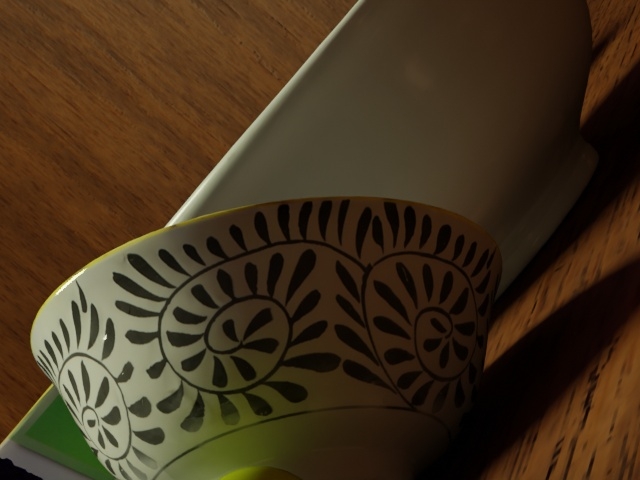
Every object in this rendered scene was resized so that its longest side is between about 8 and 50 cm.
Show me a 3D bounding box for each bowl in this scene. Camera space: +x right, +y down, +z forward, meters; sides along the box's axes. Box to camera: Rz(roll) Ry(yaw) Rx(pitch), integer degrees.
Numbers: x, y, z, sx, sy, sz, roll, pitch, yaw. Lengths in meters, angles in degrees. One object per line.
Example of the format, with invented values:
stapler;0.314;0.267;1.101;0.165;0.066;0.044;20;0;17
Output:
bowl;0.038;-0.032;0.826;0.298;0.134;0.298;-50;2;2
bowl;-0.012;0.060;0.595;0.170;0.170;0.080;-47;47;51

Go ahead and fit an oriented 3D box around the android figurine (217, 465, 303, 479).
android figurine;-0.088;0.160;0.467;0.248;0.056;0.273;-42;-12;-21

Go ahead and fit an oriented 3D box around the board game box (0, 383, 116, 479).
board game box;-0.120;0.168;0.677;0.259;0.124;0.039;-50;3;-6

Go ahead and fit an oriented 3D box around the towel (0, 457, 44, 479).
towel;-0.160;0.149;0.506;0.227;0.076;0.308;-47;-14;-7
